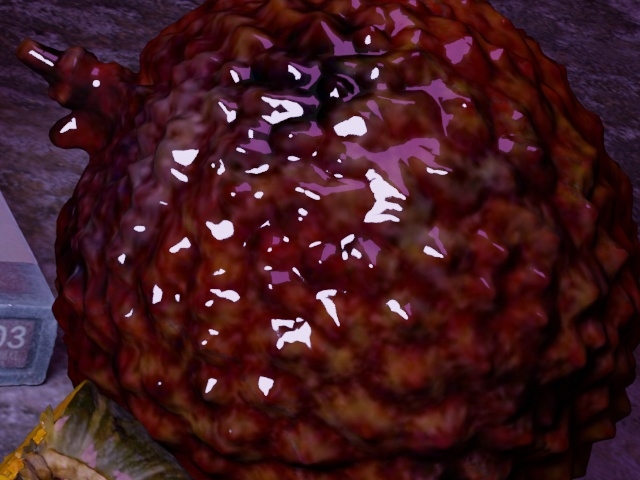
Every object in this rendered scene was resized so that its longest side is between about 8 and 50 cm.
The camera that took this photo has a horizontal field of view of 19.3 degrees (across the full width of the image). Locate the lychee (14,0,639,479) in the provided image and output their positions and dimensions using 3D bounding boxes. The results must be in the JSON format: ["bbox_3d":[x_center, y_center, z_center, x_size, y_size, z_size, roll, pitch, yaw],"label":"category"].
[{"bbox_3d":[0.000,0.000,1.345,0.500,0.424,0.424,40,25,-6],"label":"lychee"}]

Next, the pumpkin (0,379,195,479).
[{"bbox_3d":[-0.149,0.250,1.059,0.232,0.242,0.325,47,22,-4],"label":"pumpkin"}]

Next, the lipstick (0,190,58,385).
[{"bbox_3d":[-0.311,-0.010,1.592,0.080,0.076,0.371,1,29,-27],"label":"lipstick"}]
